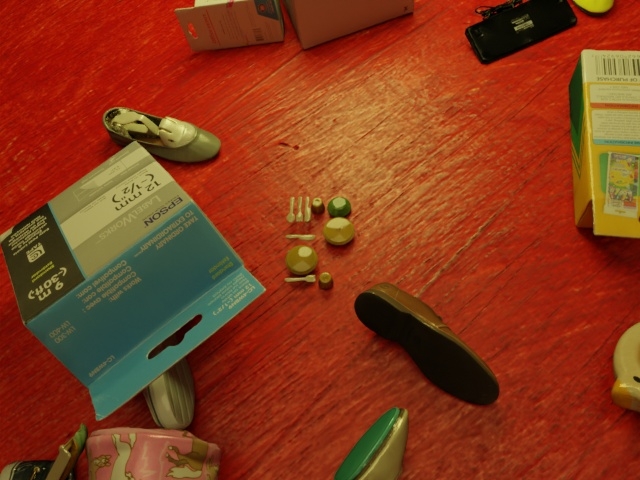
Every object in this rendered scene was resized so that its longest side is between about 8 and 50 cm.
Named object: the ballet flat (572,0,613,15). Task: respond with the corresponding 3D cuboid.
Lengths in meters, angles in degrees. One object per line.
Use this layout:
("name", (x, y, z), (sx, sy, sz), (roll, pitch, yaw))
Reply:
("ballet flat", (0.469, -0.509, 0.975), (0.077, 0.077, 0.231), (-8, 62, 3))

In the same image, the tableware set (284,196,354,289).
("tableware set", (0.000, 0.000, 0.818), (0.104, 0.024, 0.154), (-1, 62, 4))

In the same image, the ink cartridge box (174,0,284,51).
("ink cartridge box", (-0.165, -0.418, 1.008), (0.181, 0.104, 0.061), (-5, 62, 6))

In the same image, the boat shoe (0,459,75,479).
("boat shoe", (-0.352, 0.361, 0.660), (0.083, 0.065, 0.183), (-8, 63, 2))

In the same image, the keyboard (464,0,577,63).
("keyboard", (0.347, -0.384, 0.963), (0.192, 0.038, 0.100), (-24, 85, -5))

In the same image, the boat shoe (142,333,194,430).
("boat shoe", (-0.233, 0.166, 0.744), (0.076, 0.083, 0.226), (-29, 50, 5))

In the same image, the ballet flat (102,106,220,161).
("ballet flat", (-0.276, -0.182, 0.925), (0.213, 0.068, 0.072), (12, 65, 14))

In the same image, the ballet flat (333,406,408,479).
("ballet flat", (0.034, 0.308, 0.631), (0.248, 0.086, 0.086), (-43, 65, -12))

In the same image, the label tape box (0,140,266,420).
("label tape box", (-0.268, 0.028, 0.733), (0.249, 0.115, 0.348), (-39, 42, -12))

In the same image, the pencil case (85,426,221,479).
("pencil case", (-0.199, 0.400, 0.565), (0.160, 0.167, 0.386), (5, 61, -10))

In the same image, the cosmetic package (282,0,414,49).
("cosmetic package", (0.029, -0.510, 1.009), (0.224, 0.138, 0.224), (-20, 63, -2))

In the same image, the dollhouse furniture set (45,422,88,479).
("dollhouse furniture set", (-0.291, 0.297, 0.621), (0.059, 0.076, 0.151), (27, 86, -5))

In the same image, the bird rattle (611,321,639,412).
("bird rattle", (0.450, 0.142, 0.615), (0.207, 0.143, 0.253), (11, 52, 36))

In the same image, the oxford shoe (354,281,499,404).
("oxford shoe", (0.148, 0.124, 0.709), (0.212, 0.076, 0.076), (41, 36, 15))

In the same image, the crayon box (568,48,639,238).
("crayon box", (0.475, -0.123, 0.774), (0.203, 0.083, 0.323), (5, 63, 11))
